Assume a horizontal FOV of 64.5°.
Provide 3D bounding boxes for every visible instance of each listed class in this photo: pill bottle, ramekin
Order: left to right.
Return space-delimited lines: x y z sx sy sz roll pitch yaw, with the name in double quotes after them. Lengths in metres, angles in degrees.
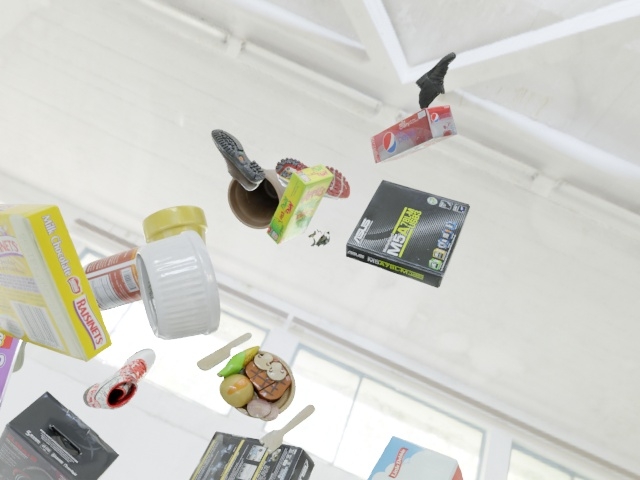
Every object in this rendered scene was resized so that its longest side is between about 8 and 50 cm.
-0.474 0.094 1.176 0.216 0.121 0.121 -16 -47 11 "pill bottle"
-0.275 0.090 0.962 0.207 0.109 0.207 32 -52 53 "ramekin"

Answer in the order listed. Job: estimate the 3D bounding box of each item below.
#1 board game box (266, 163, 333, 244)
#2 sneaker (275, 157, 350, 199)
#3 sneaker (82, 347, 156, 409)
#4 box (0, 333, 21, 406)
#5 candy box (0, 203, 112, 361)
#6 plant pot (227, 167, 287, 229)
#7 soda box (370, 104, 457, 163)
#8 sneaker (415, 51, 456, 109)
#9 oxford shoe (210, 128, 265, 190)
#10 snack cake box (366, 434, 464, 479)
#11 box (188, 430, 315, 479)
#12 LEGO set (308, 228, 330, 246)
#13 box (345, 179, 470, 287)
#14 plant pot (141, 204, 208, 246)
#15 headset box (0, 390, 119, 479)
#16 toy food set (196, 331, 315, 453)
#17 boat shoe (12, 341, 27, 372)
-0.047 -0.078 1.118 0.043 0.092 0.181 46 -47 19 "board game box"
-0.019 -0.171 1.474 0.225 0.088 0.093 21 -22 8 "sneaker"
-0.600 0.440 1.611 0.145 0.270 0.090 -8 -72 39 "sneaker"
-0.569 0.234 0.719 0.201 0.293 0.057 16 -14 -23 "box"
-0.239 0.024 0.379 0.206 0.027 0.105 4 -66 36 "candy box"
-0.234 -0.205 2.193 0.263 0.229 0.263 9 -66 20 "plant pot"
0.250 -0.289 1.406 0.263 0.092 0.083 -13 -88 61 "soda box"
0.352 -0.473 1.516 0.170 0.051 0.089 -36 -92 29 "sneaker"
-0.273 -0.246 1.571 0.227 0.083 0.096 53 -46 9 "oxford shoe"
0.118 0.381 0.587 0.089 0.152 0.264 5 -53 41 "snack cake box"
-0.230 0.695 1.274 0.318 0.395 0.097 -4 -51 32 "box"
0.002 -0.002 1.209 0.054 0.083 0.023 -27 -64 5 "LEGO set"
0.167 -0.019 0.960 0.184 0.191 0.045 21 -36 16 "box"
-0.559 0.018 2.025 0.254 0.239 0.254 -18 -14 -5 "plant pot"
-0.595 0.485 1.124 0.218 0.110 0.293 42 -55 -1 "headset box"
-0.100 0.233 0.834 0.192 0.132 0.038 43 -43 20 "toy food set"
-0.942 0.286 1.573 0.084 0.233 0.079 17 -5 -37 "boat shoe"
